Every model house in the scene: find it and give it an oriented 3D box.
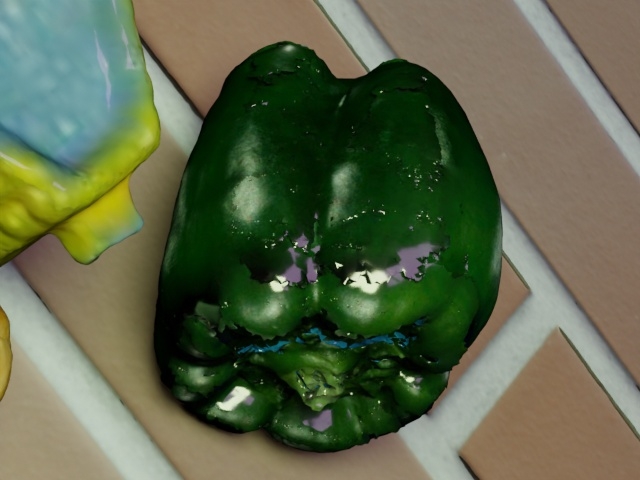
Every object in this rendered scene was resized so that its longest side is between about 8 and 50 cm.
[{"bbox_3d":[-0.245,-0.097,0.979,0.215,0.237,0.303,-38,96,-44],"label":"model house"}]

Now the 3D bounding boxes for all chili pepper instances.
[{"bbox_3d":[0.000,0.000,1.148,0.233,0.248,0.257,17,49,-20],"label":"chili pepper"}]

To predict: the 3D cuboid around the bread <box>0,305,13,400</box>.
[{"bbox_3d":[-0.299,0.120,0.878,0.132,0.167,0.294,50,47,-6],"label":"bread"}]
